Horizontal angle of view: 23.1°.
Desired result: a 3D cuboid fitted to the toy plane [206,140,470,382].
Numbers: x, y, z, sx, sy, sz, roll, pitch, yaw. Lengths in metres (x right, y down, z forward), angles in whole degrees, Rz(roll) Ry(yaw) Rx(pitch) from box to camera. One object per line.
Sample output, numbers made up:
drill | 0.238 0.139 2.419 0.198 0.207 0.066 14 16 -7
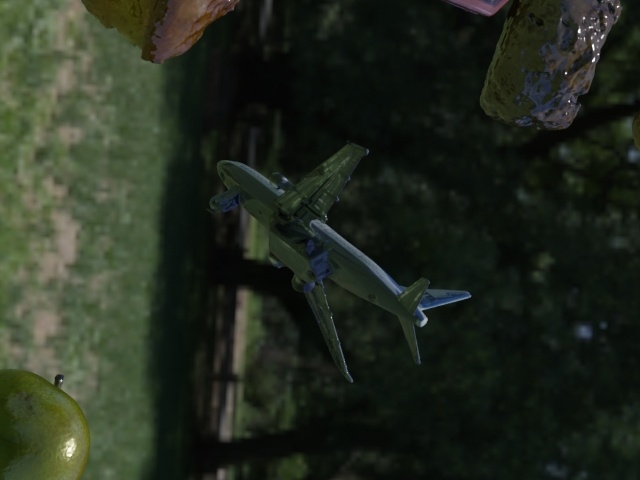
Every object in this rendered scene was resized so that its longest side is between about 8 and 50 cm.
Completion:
toy plane | -0.001 0.002 1.118 0.058 0.226 0.226 -40 148 -36

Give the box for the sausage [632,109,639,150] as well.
sausage | 0.371 -0.115 1.651 0.301 0.066 0.065 -13 106 -74

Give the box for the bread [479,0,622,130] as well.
bread | 0.272 -0.232 1.837 0.230 0.123 0.230 -160 -90 -89

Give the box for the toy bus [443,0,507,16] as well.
toy bus | 0.111 -0.446 1.961 0.233 0.427 0.203 -48 -128 25

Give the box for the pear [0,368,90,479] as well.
pear | -0.354 0.232 1.891 0.216 0.180 0.166 -42 147 -57

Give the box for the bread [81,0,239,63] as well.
bread | -0.175 -0.419 2.146 0.340 0.194 0.179 -49 164 -30
